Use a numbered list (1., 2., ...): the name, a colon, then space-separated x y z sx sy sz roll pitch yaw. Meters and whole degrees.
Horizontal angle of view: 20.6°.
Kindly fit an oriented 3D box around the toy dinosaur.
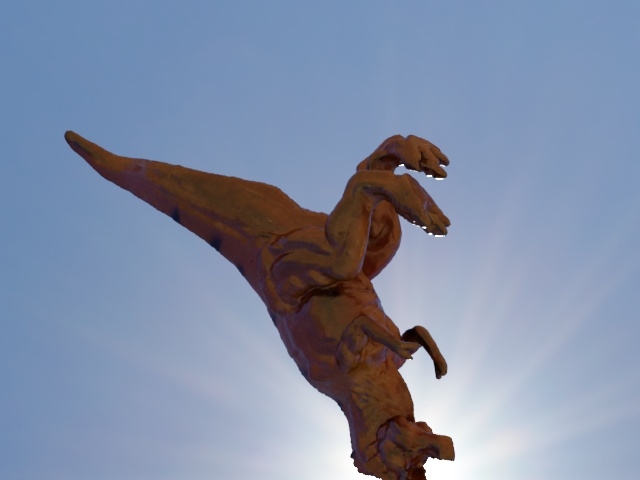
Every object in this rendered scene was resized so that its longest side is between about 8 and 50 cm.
1. toy dinosaur: 0.000 0.000 1.304 0.432 0.208 0.097 51 -163 27
